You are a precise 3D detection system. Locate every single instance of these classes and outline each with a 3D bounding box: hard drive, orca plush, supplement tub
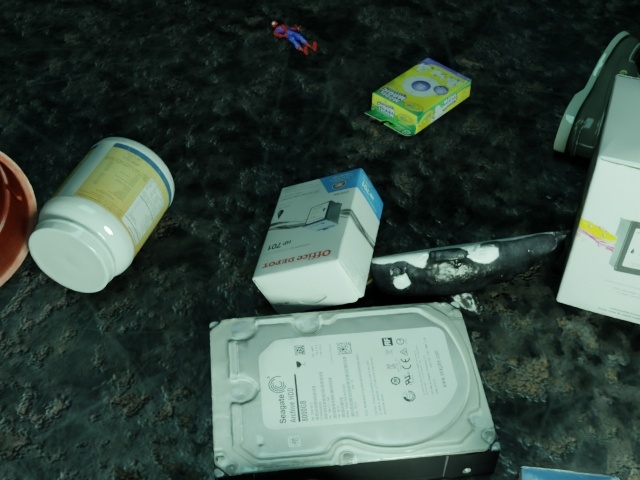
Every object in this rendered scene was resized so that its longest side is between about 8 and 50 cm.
[{"bbox_3d":[0.032,0.191,1.114,0.338,0.064,0.237,-4,45,-4],"label":"hard drive"},{"bbox_3d":[0.216,0.055,1.257,0.287,0.102,0.151,-9,1,-20],"label":"orca plush"},{"bbox_3d":[-0.313,-0.038,1.277,0.144,0.144,0.200,14,47,13],"label":"supplement tub"}]

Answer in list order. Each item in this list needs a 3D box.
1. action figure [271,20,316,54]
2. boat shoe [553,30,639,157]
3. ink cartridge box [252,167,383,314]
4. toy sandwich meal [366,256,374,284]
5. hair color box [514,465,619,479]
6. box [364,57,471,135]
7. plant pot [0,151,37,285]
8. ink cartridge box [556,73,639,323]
[{"bbox_3d":[-0.056,-0.398,1.716,0.038,0.030,0.115,-36,54,-24],"label":"action figure"},{"bbox_3d":[0.497,-0.246,1.519,0.091,0.109,0.305,24,56,21],"label":"boat shoe"},{"bbox_3d":[0.000,0.000,1.255,0.139,0.082,0.191,-13,38,26],"label":"ink cartridge box"},{"bbox_3d":[0.044,0.037,1.287,0.085,0.029,0.086,0,46,0],"label":"toy sandwich meal"},{"bbox_3d":[0.224,0.408,0.822,0.105,0.174,0.347,5,45,5],"label":"hair color box"},{"bbox_3d":[0.170,-0.253,1.565,0.105,0.043,0.179,34,56,29],"label":"box"},{"bbox_3d":[-0.578,-0.077,1.251,0.272,0.272,0.265,-25,43,-23],"label":"plant pot"},{"bbox_3d":[0.457,-0.048,1.205,0.197,0.270,0.198,15,47,14],"label":"ink cartridge box"}]
